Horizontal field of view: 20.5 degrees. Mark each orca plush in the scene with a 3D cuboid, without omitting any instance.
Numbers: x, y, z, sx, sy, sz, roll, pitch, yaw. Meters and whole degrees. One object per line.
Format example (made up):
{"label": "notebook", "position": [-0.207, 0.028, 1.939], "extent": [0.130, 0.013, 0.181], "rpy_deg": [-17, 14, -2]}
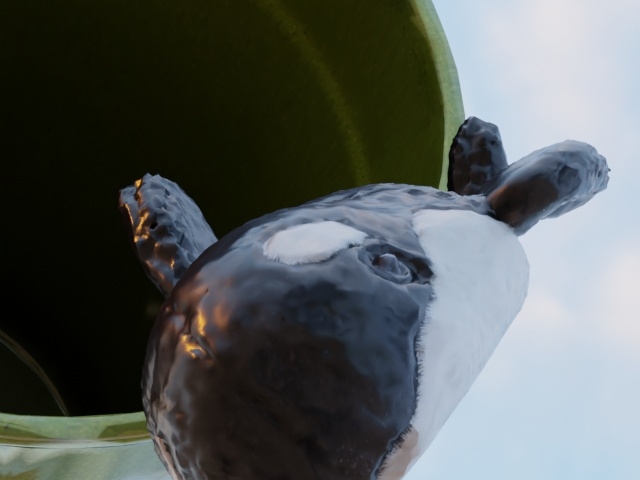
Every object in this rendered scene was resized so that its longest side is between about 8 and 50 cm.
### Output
{"label": "orca plush", "position": [0.000, 0.000, 0.486], "extent": [0.102, 0.287, 0.151], "rpy_deg": [39, -64, 4]}

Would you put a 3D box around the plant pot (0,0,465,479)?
{"label": "plant pot", "position": [-0.174, 0.016, 0.790], "extent": [0.366, 0.366, 0.353], "rpy_deg": [41, -42, 10]}
